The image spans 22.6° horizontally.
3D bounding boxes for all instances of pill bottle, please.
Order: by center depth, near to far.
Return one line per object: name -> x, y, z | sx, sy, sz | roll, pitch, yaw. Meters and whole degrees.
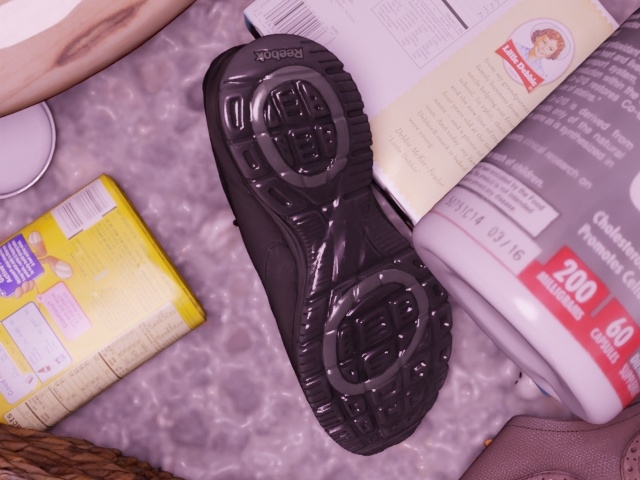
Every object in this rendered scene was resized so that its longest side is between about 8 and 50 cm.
pill bottle -> 0.205, -0.044, 0.934 | 0.283, 0.161, 0.161 | -44, 85, -4

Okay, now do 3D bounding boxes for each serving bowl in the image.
serving bowl -> -0.216, -0.067, 1.075 | 0.083, 0.027, 0.083 | 0, 84, 2

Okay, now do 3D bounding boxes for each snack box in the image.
snack box -> 0.120, -0.080, 1.050 | 0.187, 0.060, 0.322 | -38, 85, -2

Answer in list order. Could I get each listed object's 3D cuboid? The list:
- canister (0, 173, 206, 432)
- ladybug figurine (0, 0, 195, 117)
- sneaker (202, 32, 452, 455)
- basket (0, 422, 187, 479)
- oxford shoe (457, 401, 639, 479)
canister -> -0.175, 0.051, 1.042 | 0.170, 0.073, 0.126 | -34, 85, -3
ladybug figurine -> -0.200, -0.224, 1.012 | 0.449, 0.162, 0.305 | -33, 76, -3
sneaker -> 0.000, 0.000, 1.029 | 0.109, 0.130, 0.286 | -20, 106, -15
basket -> -0.162, 0.230, 0.895 | 0.213, 0.299, 0.223 | 19, 84, 30
oxford shoe -> 0.117, 0.196, 1.017 | 0.364, 0.130, 0.132 | -23, 52, 6
